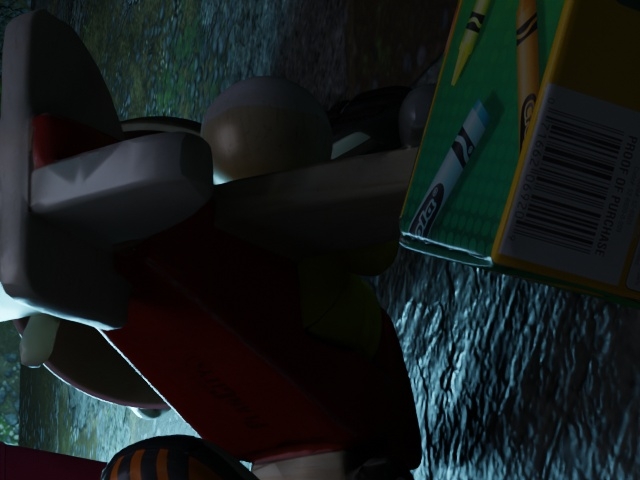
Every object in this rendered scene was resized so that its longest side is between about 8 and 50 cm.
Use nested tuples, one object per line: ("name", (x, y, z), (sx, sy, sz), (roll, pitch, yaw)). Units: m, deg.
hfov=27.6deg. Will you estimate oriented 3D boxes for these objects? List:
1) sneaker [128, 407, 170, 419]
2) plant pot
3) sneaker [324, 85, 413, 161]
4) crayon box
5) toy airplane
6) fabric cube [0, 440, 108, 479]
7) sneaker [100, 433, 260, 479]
("sneaker", (-0.201, 0.075, 1.530), (0.118, 0.110, 0.292), (-136, 45, -55))
("plant pot", (-0.148, -0.013, 1.233), (0.274, 0.256, 0.256), (-96, 16, -73))
("sneaker", (0.000, 0.000, 1.012), (0.281, 0.162, 0.106), (-26, 15, 36))
("crayon box", (0.148, -0.109, 0.451), (0.081, 0.165, 0.278), (-161, 86, -69))
("toy airplane", (-0.063, -0.003, 0.766), (0.384, 0.386, 0.272), (119, 165, -52))
("fabric cube", (-0.124, 0.318, 0.879), (0.259, 0.258, 0.254), (-131, 57, -70))
("sneaker", (-0.058, 0.261, 0.620), (0.180, 0.124, 0.321), (-20, -87, -69))
